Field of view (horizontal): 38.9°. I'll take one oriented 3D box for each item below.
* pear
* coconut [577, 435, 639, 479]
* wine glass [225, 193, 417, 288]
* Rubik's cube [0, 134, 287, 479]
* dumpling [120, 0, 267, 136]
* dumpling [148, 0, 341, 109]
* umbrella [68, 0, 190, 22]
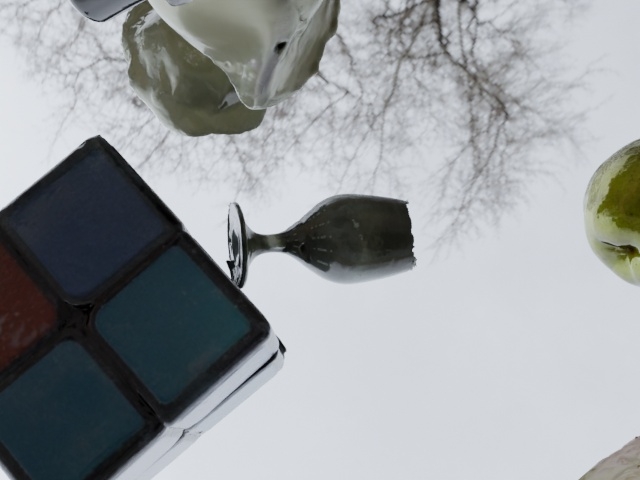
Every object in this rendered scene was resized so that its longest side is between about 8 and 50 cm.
[{"bbox_3d":[0.593,-0.056,1.540,0.294,0.294,0.294,11,-118,-22],"label":"pear"},{"bbox_3d":[0.281,0.289,0.594,0.353,0.352,0.352,11,-118,-22],"label":"coconut"},{"bbox_3d":[0.000,0.000,1.205,0.241,0.126,0.126,-4,-112,-16],"label":"wine glass"},{"bbox_3d":[-0.255,0.116,1.092,0.318,0.313,0.316,-42,-99,-8],"label":"Rubik's cube"},{"bbox_3d":[-0.185,-0.241,1.274,0.250,0.132,0.162,46,-116,3],"label":"dumpling"},{"bbox_3d":[-0.056,-0.338,0.889,0.315,0.233,0.395,-45,-54,-36],"label":"dumpling"},{"bbox_3d":[0.017,-0.173,0.390,0.067,0.337,0.073,61,-149,-21],"label":"umbrella"}]
